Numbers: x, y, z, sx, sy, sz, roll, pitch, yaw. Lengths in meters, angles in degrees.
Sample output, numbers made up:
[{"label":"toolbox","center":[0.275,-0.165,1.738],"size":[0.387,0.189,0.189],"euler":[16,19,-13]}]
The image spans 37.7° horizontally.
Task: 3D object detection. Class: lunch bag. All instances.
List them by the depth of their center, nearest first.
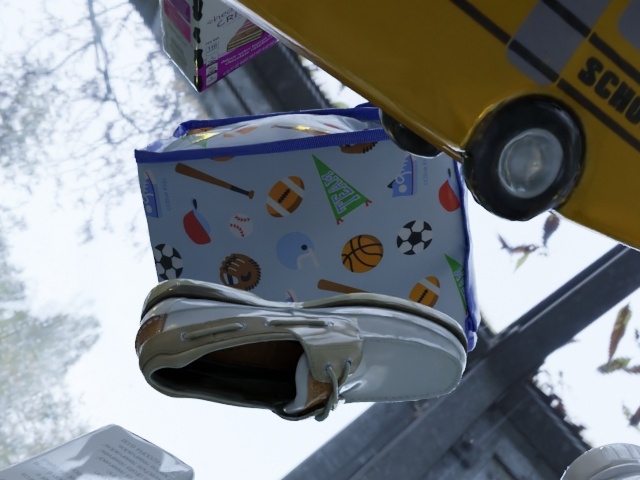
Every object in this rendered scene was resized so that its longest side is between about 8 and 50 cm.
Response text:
[{"label":"lunch bag","center":[0.000,0.000,1.196],"size":[0.385,0.239,0.328],"euler":[-5,-71,13]}]

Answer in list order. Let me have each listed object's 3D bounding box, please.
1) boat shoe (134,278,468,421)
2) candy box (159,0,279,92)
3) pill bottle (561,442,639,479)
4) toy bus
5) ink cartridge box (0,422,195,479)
[{"label":"boat shoe","center":[-0.013,0.111,0.832],"size":[0.302,0.103,0.113],"euler":[5,-59,-7]},{"label":"candy box","center":[-0.078,-0.264,0.930],"size":[0.071,0.159,0.233],"euler":[50,-17,12]},{"label":"pill bottle","center":[0.231,0.227,0.638],"size":[0.112,0.187,0.112],"euler":[-2,-64,-5]},{"label":"toy bus","center":[0.039,-0.110,0.374],"size":[0.332,0.108,0.130],"euler":[30,-81,-26]},{"label":"ink cartridge box","center":[-0.197,0.272,0.375],"size":[0.071,0.330,0.324],"euler":[20,-73,26]}]
